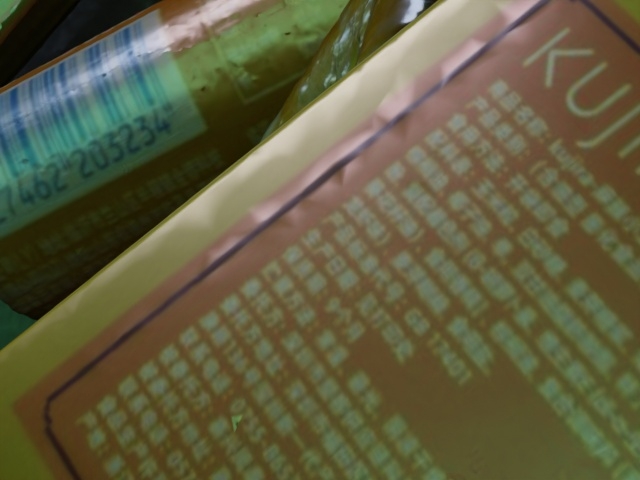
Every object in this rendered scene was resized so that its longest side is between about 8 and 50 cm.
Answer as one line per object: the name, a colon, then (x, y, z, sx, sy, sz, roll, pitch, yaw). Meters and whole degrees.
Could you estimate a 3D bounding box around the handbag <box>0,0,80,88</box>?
handbag: (-0.177, -0.242, 0.729, 0.283, 0.133, 0.401, 38, 86, 2)

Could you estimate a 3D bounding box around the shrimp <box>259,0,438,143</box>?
shrimp: (0.000, 0.000, 0.579, 0.068, 0.249, 0.150, 24, 33, -1)

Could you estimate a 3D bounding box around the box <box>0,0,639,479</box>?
box: (0.105, 0.114, 0.421, 0.214, 0.259, 0.283, -39, 56, 2)

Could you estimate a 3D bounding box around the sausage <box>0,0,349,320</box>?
sausage: (0.005, -0.077, 0.666, 0.312, 0.093, 0.093, -28, 56, 8)
